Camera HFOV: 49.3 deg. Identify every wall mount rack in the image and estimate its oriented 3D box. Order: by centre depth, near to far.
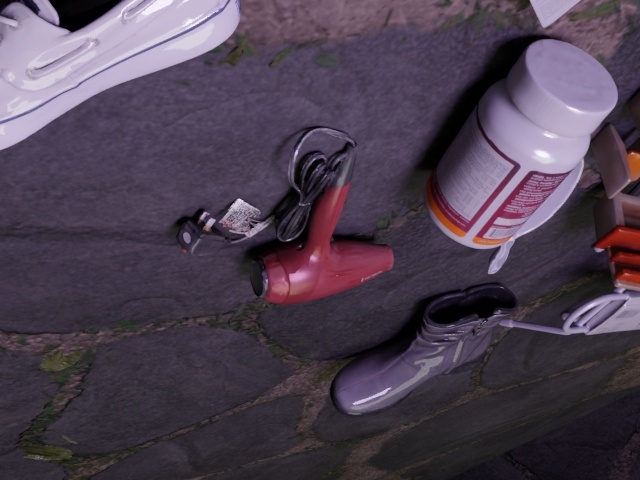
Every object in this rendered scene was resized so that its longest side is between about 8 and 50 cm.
[{"bbox_3d":[0.526,0.117,1.317,0.350,0.130,0.304,2,141,-34],"label":"wall mount rack"}]

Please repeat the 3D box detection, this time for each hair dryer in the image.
[{"bbox_3d":[0.000,0.000,0.829,0.224,0.080,0.293,-32,149,20],"label":"hair dryer"}]

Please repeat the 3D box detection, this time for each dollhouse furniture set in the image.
[{"bbox_3d":[0.476,-0.053,0.897,0.262,0.135,0.259,10,146,-15],"label":"dollhouse furniture set"}]

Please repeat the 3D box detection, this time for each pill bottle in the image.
[{"bbox_3d":[0.207,-0.096,0.745,0.121,0.121,0.221,-6,148,-24],"label":"pill bottle"}]

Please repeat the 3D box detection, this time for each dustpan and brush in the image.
[{"bbox_3d":[0.266,-0.029,0.960,0.147,0.060,0.211,-9,149,-19],"label":"dustpan and brush"}]

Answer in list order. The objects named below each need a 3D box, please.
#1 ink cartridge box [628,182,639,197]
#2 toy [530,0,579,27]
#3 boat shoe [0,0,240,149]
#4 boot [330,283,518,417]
[{"bbox_3d":[0.599,-0.105,1.044,0.225,0.056,0.181,-7,149,-18],"label":"ink cartridge box"},{"bbox_3d":[0.190,-0.264,0.515,0.137,0.056,0.237,-35,153,19],"label":"toy"},{"bbox_3d":[-0.184,-0.144,0.473,0.258,0.095,0.084,-28,148,-6],"label":"boat shoe"},{"bbox_3d":[0.173,0.183,1.242,0.338,0.118,0.222,-23,150,-17],"label":"boot"}]
